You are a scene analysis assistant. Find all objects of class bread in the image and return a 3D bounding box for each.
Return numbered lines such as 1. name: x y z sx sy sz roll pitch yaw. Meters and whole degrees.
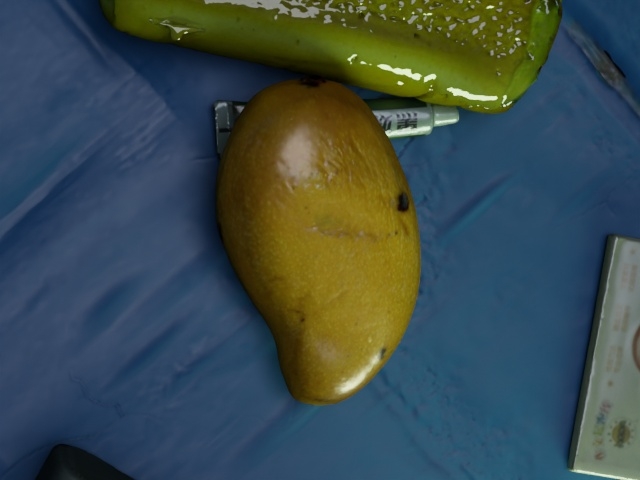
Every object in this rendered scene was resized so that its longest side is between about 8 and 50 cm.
1. bread: 0.009 -0.210 1.266 0.383 0.112 0.166 10 108 -20

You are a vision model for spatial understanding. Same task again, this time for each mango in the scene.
1. mango: -0.002 -0.002 1.276 0.157 0.109 0.262 -13 110 -18

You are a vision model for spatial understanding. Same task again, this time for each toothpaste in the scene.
1. toothpaste: 0.014 -0.096 1.319 0.204 0.031 0.049 -5 98 -12

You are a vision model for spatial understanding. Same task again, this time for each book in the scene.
1. book: 0.370 0.122 1.417 0.295 0.020 0.208 10 88 -14

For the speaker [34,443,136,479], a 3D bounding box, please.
1. speaker: -0.075 0.339 1.224 0.406 0.183 0.184 33 88 -12
